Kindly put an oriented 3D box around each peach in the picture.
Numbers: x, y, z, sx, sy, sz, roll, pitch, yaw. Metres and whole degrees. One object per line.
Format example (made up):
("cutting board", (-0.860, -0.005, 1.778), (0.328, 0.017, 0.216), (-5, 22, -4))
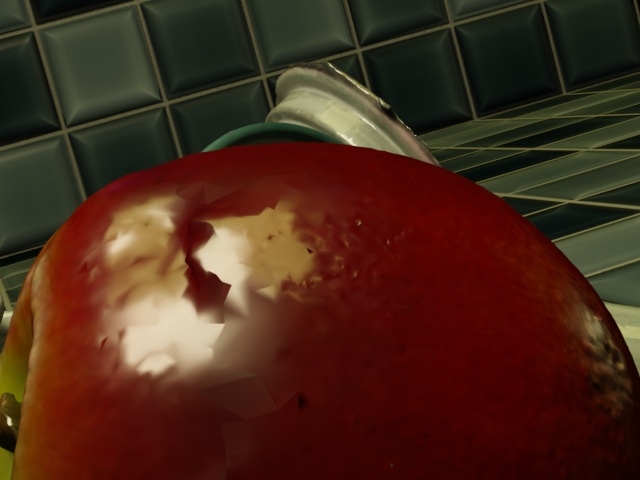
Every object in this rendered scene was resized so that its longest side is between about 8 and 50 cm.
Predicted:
("peach", (0.004, 0.063, 0.430), (0.197, 0.197, 0.197), (-15, 7, 2))

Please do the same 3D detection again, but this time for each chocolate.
("chocolate", (-0.006, 0.000, 0.991), (0.147, 0.221, 0.221), (-36, 12, -11))

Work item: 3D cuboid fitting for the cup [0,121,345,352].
("cup", (-0.053, 0.058, 0.656), (0.299, 0.168, 0.173), (10, -26, -40))

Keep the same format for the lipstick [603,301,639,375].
("lipstick", (0.129, 0.047, 0.488), (0.186, 0.057, 0.063), (8, 39, 18))
